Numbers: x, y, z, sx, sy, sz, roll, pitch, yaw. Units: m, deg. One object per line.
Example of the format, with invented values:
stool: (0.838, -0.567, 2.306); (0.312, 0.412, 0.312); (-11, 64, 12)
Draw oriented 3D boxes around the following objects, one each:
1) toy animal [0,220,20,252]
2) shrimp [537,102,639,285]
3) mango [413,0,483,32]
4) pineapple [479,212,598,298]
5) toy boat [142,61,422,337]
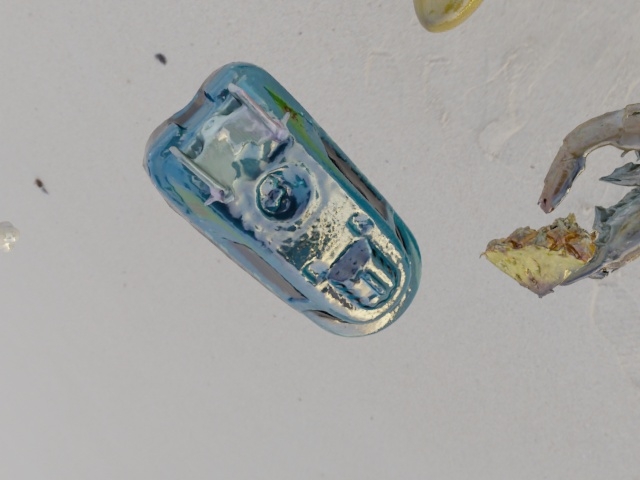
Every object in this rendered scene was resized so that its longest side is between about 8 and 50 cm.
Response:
toy animal: (-0.525, -0.011, 0.670); (0.141, 0.282, 0.138); (-15, 100, 16)
shrimp: (0.326, -0.049, 0.620); (0.173, 0.058, 0.253); (32, 132, -6)
mango: (0.169, -0.355, 0.679); (0.137, 0.098, 0.195); (30, 111, 50)
pineapple: (0.237, 0.010, 0.556); (0.114, 0.114, 0.077); (-8, 109, 57)
toy boat: (0.000, 0.000, 0.454); (0.299, 0.134, 0.092); (43, -179, -36)
